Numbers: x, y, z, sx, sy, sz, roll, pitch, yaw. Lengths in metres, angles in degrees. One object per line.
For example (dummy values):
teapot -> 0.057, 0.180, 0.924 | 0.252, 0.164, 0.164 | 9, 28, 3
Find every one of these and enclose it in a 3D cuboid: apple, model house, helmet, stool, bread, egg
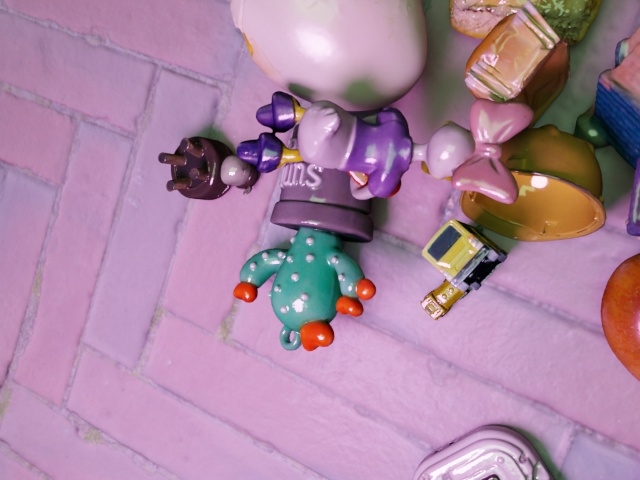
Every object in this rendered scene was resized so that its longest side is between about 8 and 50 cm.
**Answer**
apple -> 0.533, 0.126, 0.915 | 0.235, 0.173, 0.210 | 37, 103, 17
model house -> 0.541, -0.142, 0.896 | 0.312, 0.245, 0.280 | 63, 140, 35
helmet -> 0.342, -0.103, 0.970 | 0.205, 0.257, 0.140 | 25, 77, -6
stool -> -0.219, -0.140, 1.222 | 0.217, 0.121, 0.125 | 10, 93, 25
bread -> 0.305, -0.255, 0.952 | 0.107, 0.241, 0.136 | 45, 105, 18
bread -> 0.329, -0.413, 1.005 | 0.245, 0.121, 0.174 | 14, 87, 24
egg -> 0.025, -0.367, 1.040 | 0.345, 0.283, 0.283 | 41, 105, 3

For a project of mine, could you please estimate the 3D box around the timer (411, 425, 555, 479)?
timer -> 0.294, 0.466, 1.060 | 0.237, 0.087, 0.262 | -35, 80, 17

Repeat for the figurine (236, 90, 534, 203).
figurine -> 0.083, -0.147, 0.916 | 0.421, 0.193, 0.154 | 11, 82, 11

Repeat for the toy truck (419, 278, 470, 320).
toy truck -> 0.217, 0.102, 1.096 | 0.083, 0.054, 0.049 | -45, 77, 17

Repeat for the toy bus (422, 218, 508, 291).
toy bus -> 0.243, 0.022, 1.024 | 0.101, 0.175, 0.088 | 45, 105, 21

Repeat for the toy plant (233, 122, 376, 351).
toy plant -> -0.013, -0.002, 1.104 | 0.279, 0.185, 0.400 | 7, 86, 16
